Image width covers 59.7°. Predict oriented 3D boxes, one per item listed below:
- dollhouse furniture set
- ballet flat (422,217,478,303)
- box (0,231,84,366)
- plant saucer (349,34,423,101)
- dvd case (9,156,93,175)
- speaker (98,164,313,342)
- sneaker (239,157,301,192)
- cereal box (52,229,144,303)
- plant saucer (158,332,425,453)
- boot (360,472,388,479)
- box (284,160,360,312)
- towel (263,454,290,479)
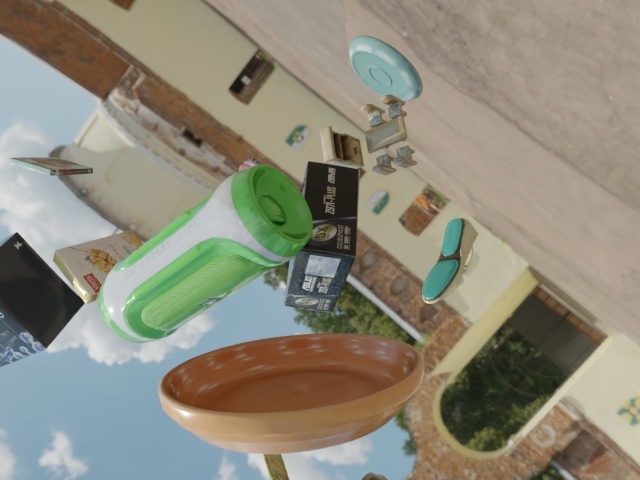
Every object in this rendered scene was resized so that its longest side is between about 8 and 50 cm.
[{"bbox_3d":[0.145,-0.313,1.719,0.161,0.242,0.212,8,-111,-50],"label":"dollhouse furniture set"},{"bbox_3d":[0.313,0.058,1.308,0.086,0.248,0.086,22,153,12],"label":"ballet flat"},{"bbox_3d":[-0.969,0.200,1.646,0.293,0.396,0.212,56,-151,-24],"label":"box"},{"bbox_3d":[0.224,-0.603,2.009,0.318,0.043,0.317,35,170,7],"label":"plant saucer"},{"bbox_3d":[-0.496,-0.138,1.035,0.087,0.013,0.119,17,-167,11],"label":"dvd case"},{"bbox_3d":[-0.154,0.025,0.714,0.131,0.297,0.131,38,-146,-32],"label":"speaker"},{"bbox_3d":[-0.150,-0.123,1.561,0.314,0.136,0.116,37,180,37],"label":"sneaker"},{"bbox_3d":[-0.582,0.067,1.545,0.173,0.047,0.240,45,-144,17],"label":"cereal box"},{"bbox_3d":[-0.020,0.112,0.429,0.200,0.037,0.200,-5,-177,0],"label":"plant saucer"},{"bbox_3d":[0.180,0.670,1.393,0.179,0.085,0.236,31,176,30],"label":"boot"},{"bbox_3d":[0.000,0.000,0.813,0.078,0.147,0.180,8,149,-5],"label":"box"},{"bbox_3d":[-0.115,0.507,1.338,0.102,0.021,0.237,59,177,-32],"label":"towel"}]
